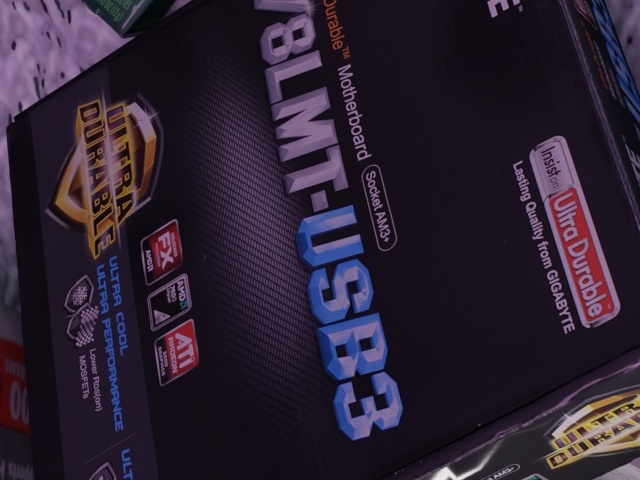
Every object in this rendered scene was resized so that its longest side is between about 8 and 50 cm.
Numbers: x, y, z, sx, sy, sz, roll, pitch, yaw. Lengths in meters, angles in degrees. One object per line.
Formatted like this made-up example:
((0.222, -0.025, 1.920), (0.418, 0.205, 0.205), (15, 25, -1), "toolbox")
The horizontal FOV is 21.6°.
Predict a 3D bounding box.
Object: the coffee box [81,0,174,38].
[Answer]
((-0.076, -0.203, 0.807), (0.113, 0.040, 0.184), (44, 112, 6), "coffee box")

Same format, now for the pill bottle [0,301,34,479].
((-0.240, 0.211, 0.792), (0.210, 0.210, 0.363), (-7, 71, 21), "pill bottle")

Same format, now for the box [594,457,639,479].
((0.157, 0.067, 0.690), (0.102, 0.087, 0.101), (29, 74, -4), "box")

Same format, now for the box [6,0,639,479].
((0.000, 0.000, 0.719), (0.293, 0.073, 0.295), (-30, 50, 24), "box")
